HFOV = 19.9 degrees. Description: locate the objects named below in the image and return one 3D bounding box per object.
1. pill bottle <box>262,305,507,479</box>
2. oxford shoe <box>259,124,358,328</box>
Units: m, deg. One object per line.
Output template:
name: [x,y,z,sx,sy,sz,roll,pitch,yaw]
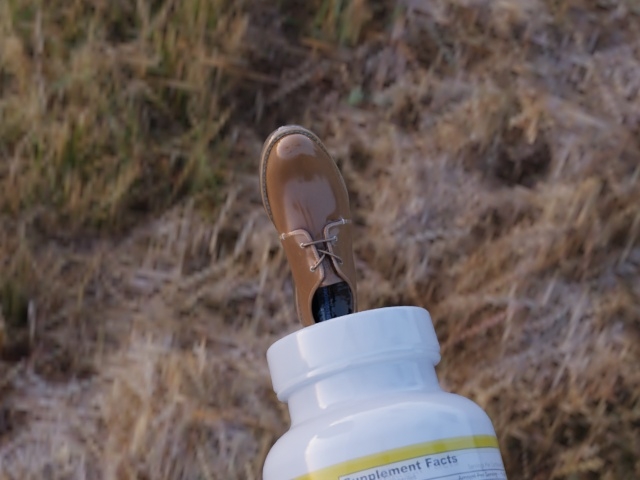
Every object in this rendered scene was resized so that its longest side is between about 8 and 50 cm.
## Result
pill bottle: [0.033,0.127,0.771,0.103,0.103,0.184,-9,74,-19]
oxford shoe: [0.000,0.000,1.598,0.076,0.212,0.076,-18,24,-6]
